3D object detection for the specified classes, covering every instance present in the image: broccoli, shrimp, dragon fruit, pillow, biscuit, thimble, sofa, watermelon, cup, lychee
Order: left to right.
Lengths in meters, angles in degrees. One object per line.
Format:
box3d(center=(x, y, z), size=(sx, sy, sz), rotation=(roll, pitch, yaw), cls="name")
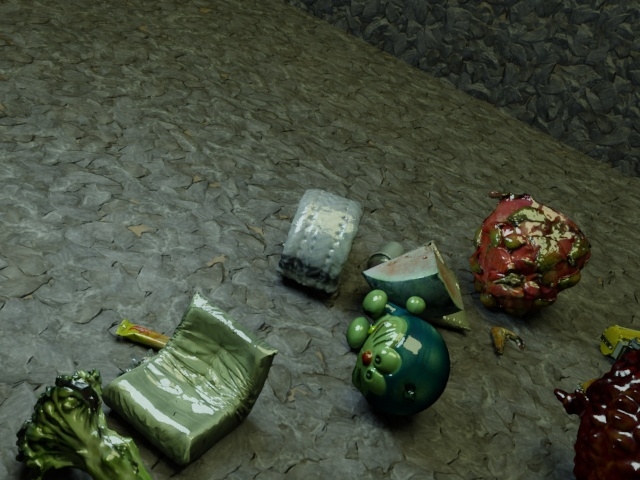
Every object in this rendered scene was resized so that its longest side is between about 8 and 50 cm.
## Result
box3d(center=(-0.324, 0.343, 1.184), size=(0.304, 0.165, 0.145), rotation=(44, 4, 11), cls="broccoli")
box3d(center=(-0.254, 0.219, 1.506), size=(0.292, 0.026, 0.048), rotation=(20, 25, -3), cls="biscuit")
box3d(center=(-0.224, 0.241, 1.342), size=(0.210, 0.176, 0.225), rotation=(35, 33, 20), cls="sofa")
box3d(center=(0.000, 0.000, 1.829), size=(0.157, 0.217, 0.245), rotation=(18, 47, 2), cls="thimble")
box3d(center=(0.180, 0.062, 1.984), size=(0.104, 0.074, 0.116), rotation=(50, 30, 1), cls="cup")
box3d(center=(0.215, 0.114, 1.790), size=(0.175, 0.188, 0.322), rotation=(66, 15, 2), cls="watermelon")
box3d(center=(0.291, 0.132, 1.944), size=(0.148, 0.050, 0.230), rotation=(12, 38, -10), cls="pillow")
box3d(center=(0.456, 0.251, 1.887), size=(0.091, 0.025, 0.127), rotation=(25, 28, 4), cls="shrimp")
box3d(center=(0.509, 0.067, 2.018), size=(0.314, 0.296, 0.263), rotation=(32, 67, 11), cls="dragon fruit")
box3d(center=(0.659, 0.386, 1.428), size=(0.500, 0.425, 0.424), rotation=(13, 21, 40), cls="lychee")

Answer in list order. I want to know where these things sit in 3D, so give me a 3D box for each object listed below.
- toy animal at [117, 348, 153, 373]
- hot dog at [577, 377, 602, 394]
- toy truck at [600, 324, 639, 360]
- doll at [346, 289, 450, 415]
box3d(center=(-0.332, 0.231, 1.436), size=(0.050, 0.028, 0.084), rotation=(28, 31, 28), cls="toy animal")
box3d(center=(0.719, 0.379, 1.795), size=(0.270, 0.082, 0.162), rotation=(4, 33, -25), cls="hot dog")
box3d(center=(0.846, 0.285, 2.001), size=(0.227, 0.098, 0.114), rotation=(12, 26, -13), cls="toy truck")
box3d(center=(0.160, 0.231, 1.577), size=(0.186, 0.198, 0.322), rotation=(24, 23, -11), cls="doll")
